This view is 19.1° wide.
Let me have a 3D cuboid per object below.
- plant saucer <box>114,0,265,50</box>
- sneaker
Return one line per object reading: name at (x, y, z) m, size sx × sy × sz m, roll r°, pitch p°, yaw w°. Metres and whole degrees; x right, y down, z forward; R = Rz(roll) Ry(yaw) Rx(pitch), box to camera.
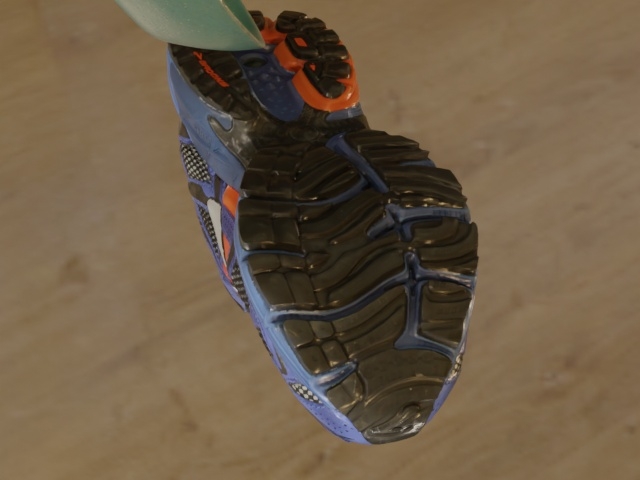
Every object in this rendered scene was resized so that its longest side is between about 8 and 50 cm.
plant saucer at (-0.056, -0.088, 0.444) m, size 0.021 × 0.119 × 0.119 m, roll -35°, pitch 114°, yaw 5°
sneaker at (0.000, 0.000, 0.680) m, size 0.083 × 0.221 × 0.087 m, roll -8°, pitch 126°, yaw -10°
